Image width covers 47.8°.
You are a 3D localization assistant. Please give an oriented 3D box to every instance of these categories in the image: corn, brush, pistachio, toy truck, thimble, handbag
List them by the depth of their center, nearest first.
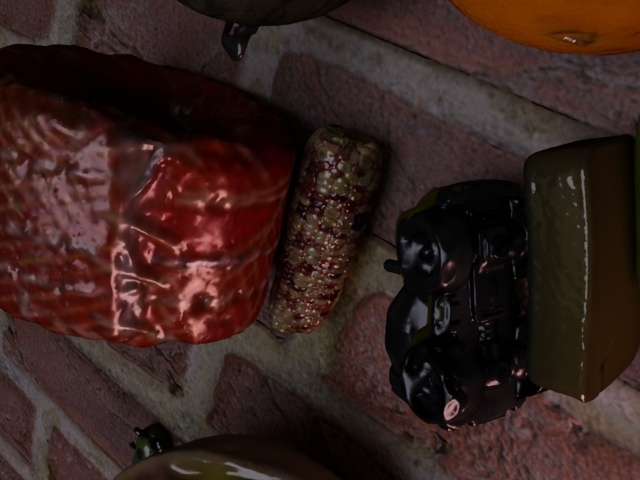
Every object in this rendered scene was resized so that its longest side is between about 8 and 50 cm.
[{"bbox_3d":[0.213,0.017,0.582,0.059,0.123,0.197,6,105,42],"label":"brush"},{"bbox_3d":[0.119,0.056,0.668,0.165,0.147,0.224,11,108,60],"label":"toy truck"},{"bbox_3d":[-0.203,-0.058,0.753,0.350,0.350,0.230,27,114,30],"label":"thimble"},{"bbox_3d":[0.000,0.000,0.771,0.086,0.086,0.253,32,120,28],"label":"corn"},{"bbox_3d":[-0.098,0.393,0.836,0.365,0.281,0.445,35,134,-6],"label":"pistachio"},{"bbox_3d":[-0.259,0.333,1.095,0.072,0.047,0.111,30,117,30],"label":"handbag"}]

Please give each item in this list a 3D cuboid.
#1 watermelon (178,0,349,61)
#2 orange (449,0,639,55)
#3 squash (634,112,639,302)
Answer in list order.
[{"bbox_3d":[-0.041,-0.333,0.582,0.279,0.279,0.359,35,126,26],"label":"watermelon"},{"bbox_3d":[0.178,-0.237,0.450,0.261,0.261,0.261,12,110,36],"label":"orange"},{"bbox_3d":[0.276,-0.021,0.561,0.066,0.066,0.201,-5,93,39],"label":"squash"}]
